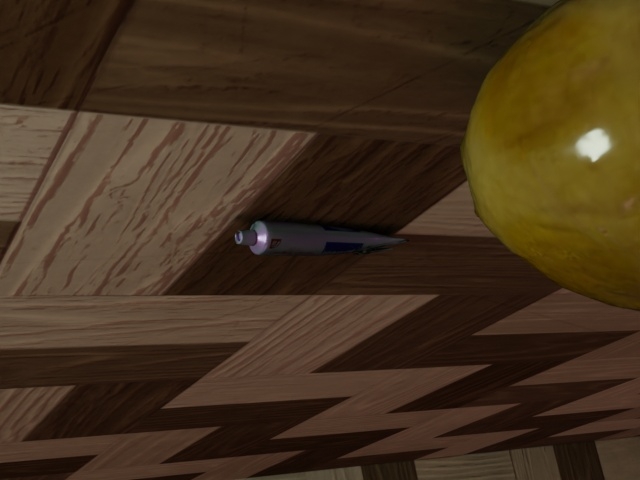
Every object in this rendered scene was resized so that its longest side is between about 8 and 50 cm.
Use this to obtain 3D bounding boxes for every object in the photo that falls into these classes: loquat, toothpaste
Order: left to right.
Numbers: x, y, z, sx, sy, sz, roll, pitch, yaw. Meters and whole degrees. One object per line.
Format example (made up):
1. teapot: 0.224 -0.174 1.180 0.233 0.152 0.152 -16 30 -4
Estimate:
1. toothpaste: 0.000 0.000 0.812 0.170 0.028 0.045 2 167 -38
2. loquat: 0.200 -0.050 0.534 0.238 0.193 0.238 -1 156 -1
